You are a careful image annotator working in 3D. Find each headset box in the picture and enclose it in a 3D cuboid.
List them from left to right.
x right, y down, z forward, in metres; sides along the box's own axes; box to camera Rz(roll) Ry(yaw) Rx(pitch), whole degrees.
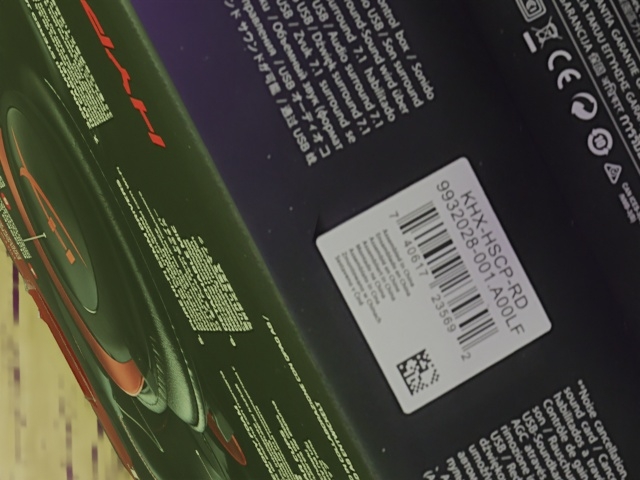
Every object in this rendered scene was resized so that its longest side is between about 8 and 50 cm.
[{"bbox_3d":[0.000,0.000,0.474,0.110,0.293,0.218,-29,95,-16],"label":"headset box"}]
